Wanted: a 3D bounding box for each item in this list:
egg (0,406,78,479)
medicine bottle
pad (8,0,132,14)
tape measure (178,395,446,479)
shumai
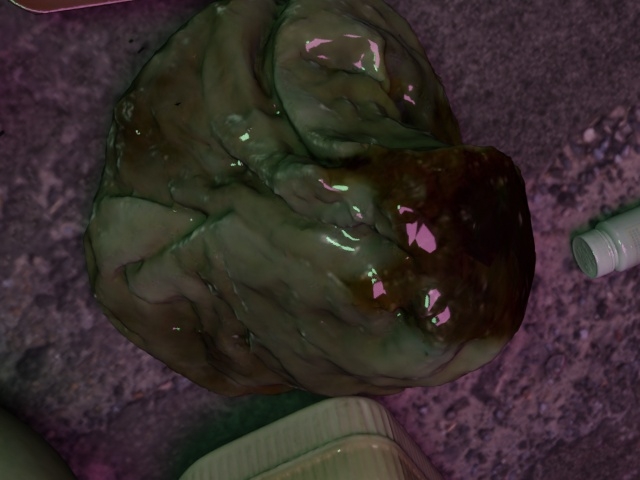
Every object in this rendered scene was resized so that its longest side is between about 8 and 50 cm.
[{"bbox_3d":[-0.267,0.240,0.637,0.278,0.336,0.278,-8,111,-22],"label":"egg"},{"bbox_3d":[0.263,0.000,0.880,0.083,0.047,0.047,-22,113,-9],"label":"medicine bottle"},{"bbox_3d":[-0.093,-0.253,0.675,0.267,0.004,0.181,-13,93,-14],"label":"pad"},{"bbox_3d":[0.007,0.267,0.818,0.231,0.133,0.271,-28,133,12],"label":"tape measure"},{"bbox_3d":[0.000,0.000,0.678,0.304,0.263,0.309,-31,115,-9],"label":"shumai"}]
